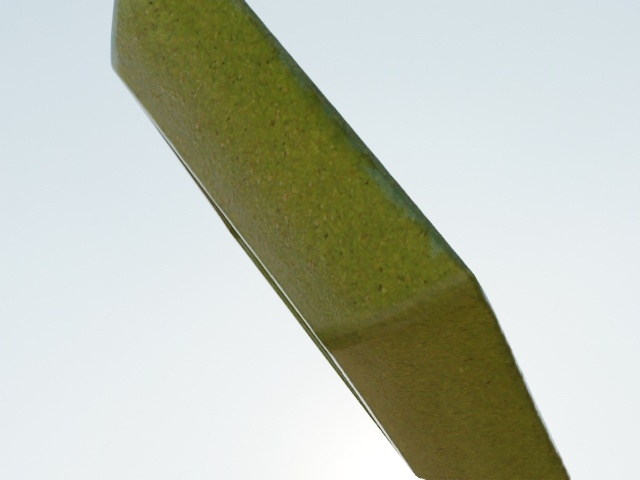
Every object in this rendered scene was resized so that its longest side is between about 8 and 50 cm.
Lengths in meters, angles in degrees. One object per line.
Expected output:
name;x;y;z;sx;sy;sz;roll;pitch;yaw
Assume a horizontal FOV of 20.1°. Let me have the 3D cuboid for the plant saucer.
plant saucer;0.000;0.000;0.609;0.045;0.188;0.188;-36;-30;-3
